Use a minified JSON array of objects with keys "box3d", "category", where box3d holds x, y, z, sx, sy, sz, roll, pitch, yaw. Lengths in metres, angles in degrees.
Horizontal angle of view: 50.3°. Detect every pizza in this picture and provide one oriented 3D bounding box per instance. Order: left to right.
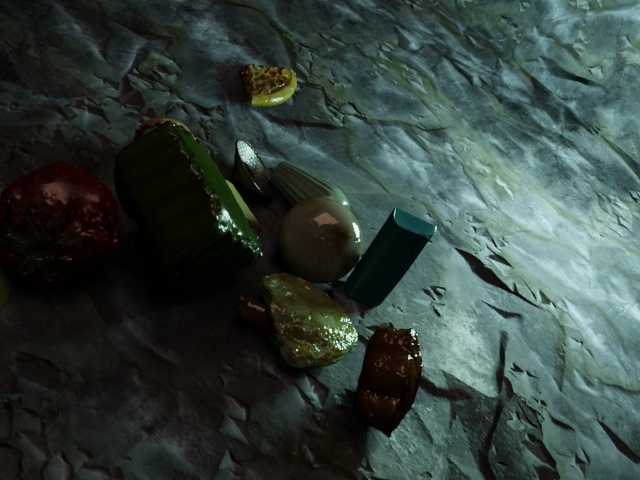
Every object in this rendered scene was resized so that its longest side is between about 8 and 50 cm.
[{"box3d":[-0.183,-0.530,2.260,0.197,0.058,0.292,37,44,10],"category":"pizza"}]

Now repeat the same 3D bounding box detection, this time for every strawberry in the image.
[{"box3d":[-0.556,-0.043,1.456,0.274,0.274,0.220,12,31,-18],"category":"strawberry"}]

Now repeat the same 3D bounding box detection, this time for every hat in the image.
[{"box3d":[-0.211,-0.184,1.913,0.193,0.082,0.193,56,14,-22],"category":"hat"}]

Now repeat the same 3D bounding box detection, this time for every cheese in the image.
[{"box3d":[-0.240,-0.072,1.768,0.123,0.094,0.167,7,43,-57],"category":"cheese"}]

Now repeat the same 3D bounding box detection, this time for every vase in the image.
[{"box3d":[-0.036,-0.134,1.927,0.248,0.128,0.128,39,43,23],"category":"vase"}]

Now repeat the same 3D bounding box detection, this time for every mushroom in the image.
[{"box3d":[0.000,0.000,1.782,0.226,0.178,0.226,0,87,-5],"category":"mushroom"}]

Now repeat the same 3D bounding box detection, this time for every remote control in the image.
[{"box3d":[-0.543,0.073,1.537,0.034,0.016,0.091,-21,61,-22],"category":"remote control"}]

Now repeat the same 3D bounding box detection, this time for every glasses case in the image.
[{"box3d":[0.170,0.054,1.724,0.117,0.301,0.070,24,42,-6],"category":"glasses case"}]

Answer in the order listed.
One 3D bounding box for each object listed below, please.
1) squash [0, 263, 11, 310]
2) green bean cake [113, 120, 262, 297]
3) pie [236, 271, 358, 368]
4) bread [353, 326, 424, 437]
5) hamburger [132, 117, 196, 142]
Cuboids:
[{"box3d":[-0.771,0.037,1.446,0.189,0.189,0.260,-17,95,-38],"category":"squash"},{"box3d":[-0.306,-0.064,1.553,0.218,0.335,0.319,-30,67,1],"category":"green bean cake"},{"box3d":[-0.043,0.185,1.638,0.274,0.105,0.257,42,35,13],"category":"pie"},{"box3d":[0.154,0.314,1.522,0.135,0.247,0.232,14,34,6],"category":"bread"},{"box3d":[-0.411,-0.229,1.790,0.175,0.175,0.137,8,60,-22],"category":"hamburger"}]
